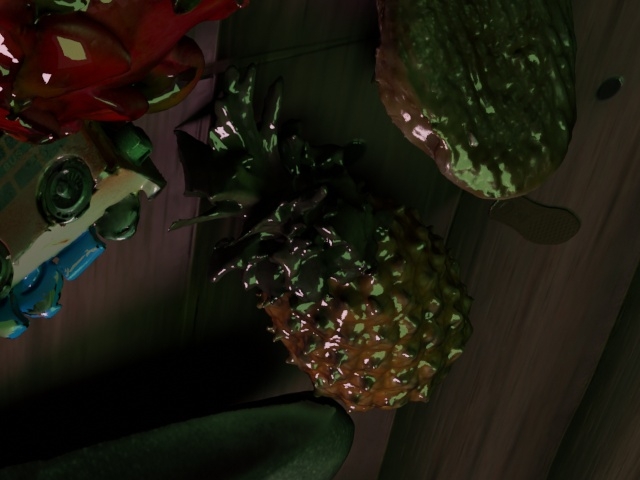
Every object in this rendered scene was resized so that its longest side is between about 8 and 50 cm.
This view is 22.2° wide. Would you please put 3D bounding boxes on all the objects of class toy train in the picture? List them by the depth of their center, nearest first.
[{"bbox_3d":[-0.188,-0.020,1.102,0.188,0.099,0.072,-44,147,15],"label":"toy train"}]

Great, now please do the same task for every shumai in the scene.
[{"bbox_3d":[0.094,-0.132,1.154,0.161,0.209,0.153,-24,-171,-19],"label":"shumai"}]

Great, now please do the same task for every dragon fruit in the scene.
[{"bbox_3d":[-0.118,-0.171,0.825,0.307,0.243,0.227,-2,175,36],"label":"dragon fruit"}]

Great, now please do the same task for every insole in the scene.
[{"bbox_3d":[0.196,-0.019,1.484,0.045,0.002,0.135,-46,143,18],"label":"insole"}]

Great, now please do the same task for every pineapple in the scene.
[{"bbox_3d":[0.000,0.000,1.232,0.169,0.169,0.340,-34,141,2],"label":"pineapple"}]

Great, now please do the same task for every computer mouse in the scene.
[{"bbox_3d":[-0.145,0.219,1.350,0.374,0.114,0.203,-13,167,-9],"label":"computer mouse"}]
